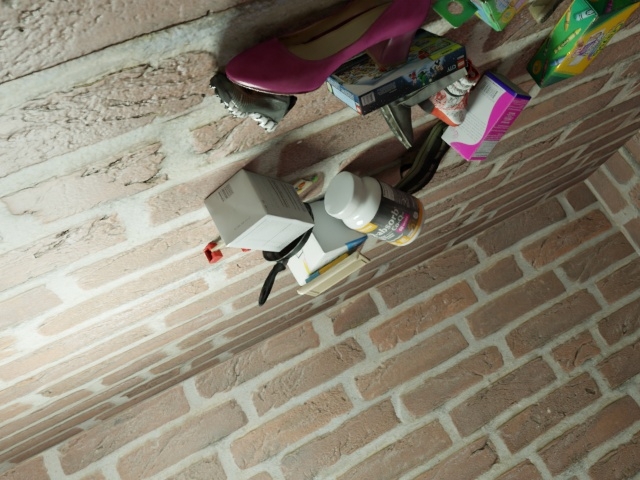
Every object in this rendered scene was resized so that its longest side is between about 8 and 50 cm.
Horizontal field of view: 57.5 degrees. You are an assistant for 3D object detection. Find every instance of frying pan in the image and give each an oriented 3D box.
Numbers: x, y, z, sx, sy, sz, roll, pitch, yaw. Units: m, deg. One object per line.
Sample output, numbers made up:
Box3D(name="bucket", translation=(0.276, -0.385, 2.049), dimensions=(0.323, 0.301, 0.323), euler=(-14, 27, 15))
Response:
Box3D(name="frying pan", translation=(-0.083, 0.023, 1.577), dimensions=(0.197, 0.326, 0.053), euler=(-37, 124, 24))

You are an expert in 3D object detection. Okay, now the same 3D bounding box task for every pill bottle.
Box3D(name="pill bottle", translation=(0.158, -0.093, 1.700), dimensions=(0.278, 0.162, 0.162), euler=(19, 135, -34))

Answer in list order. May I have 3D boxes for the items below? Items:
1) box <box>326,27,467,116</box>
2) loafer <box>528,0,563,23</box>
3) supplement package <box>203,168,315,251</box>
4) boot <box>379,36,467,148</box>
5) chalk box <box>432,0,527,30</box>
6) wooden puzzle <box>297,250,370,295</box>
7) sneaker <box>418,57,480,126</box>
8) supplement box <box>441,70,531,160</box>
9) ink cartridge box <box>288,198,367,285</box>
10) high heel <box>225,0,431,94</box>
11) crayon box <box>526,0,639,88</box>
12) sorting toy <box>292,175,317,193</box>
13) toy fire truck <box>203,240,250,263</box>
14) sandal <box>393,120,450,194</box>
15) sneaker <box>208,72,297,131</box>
Box3D(name="box", translation=(0.142, -0.332, 1.136), dimensions=(0.233, 0.159, 0.044), euler=(-27, 128, -9))
Box3D(name="loafer", translation=(0.527, -0.557, 1.307), dimensions=(0.148, 0.050, 0.056), euler=(-47, 165, 3))
Box3D(name="supplement package", translation=(-0.146, -0.067, 1.454), dimensions=(0.139, 0.134, 0.244), euler=(-36, 162, 19))
Box3D(name="boot", translation=(0.240, -0.334, 1.341), dimensions=(0.208, 0.076, 0.190), euler=(-34, 129, 4))
Box3D(name="chalk box", translation=(0.290, -0.458, 0.994), dimensions=(0.213, 0.132, 0.132), euler=(-47, 159, 18))
Box3D(name="wooden puzzle", translation=(0.043, 0.101, 1.829), dimensions=(0.221, 0.044, 0.238), euler=(-33, 169, 8))
Box3D(name="sneaker", translation=(0.348, -0.372, 1.467), dimensions=(0.145, 0.090, 0.270), euler=(-37, 159, 30))
Box3D(name="supplement box", translation=(0.457, -0.340, 1.619), dimensions=(0.114, 0.111, 0.220), euler=(-9, 140, -49))
Box3D(name="ink cartridge box", translation=(0.000, 0.000, 1.823), dimensions=(0.171, 0.168, 0.233), euler=(-20, 161, -30))
Box3D(name="high heel", translation=(0.017, -0.362, 0.968), dimensions=(0.377, 0.127, 0.181), euler=(-23, 147, -28))
Box3D(name="crayon box", translation=(0.692, -0.543, 1.553), dimensions=(0.165, 0.081, 0.278), euler=(-24, 162, -19))
Box3D(name="sorting toy", translation=(-0.046, -0.151, 1.585), dimensions=(0.083, 0.012, 0.062), euler=(-36, 162, 20))
Box3D(name="toy fire truck", translation=(-0.225, -0.007, 1.645), dimensions=(0.192, 0.047, 0.135), euler=(-39, 161, 30))
Box3D(name="sandal", translation=(0.304, -0.247, 1.780), dimensions=(0.120, 0.086, 0.303), euler=(-3, 134, -45))
Box3D(name="sneaker", translation=(-0.111, -0.268, 1.049), dimensions=(0.106, 0.078, 0.234), euler=(-37, 165, 15))
